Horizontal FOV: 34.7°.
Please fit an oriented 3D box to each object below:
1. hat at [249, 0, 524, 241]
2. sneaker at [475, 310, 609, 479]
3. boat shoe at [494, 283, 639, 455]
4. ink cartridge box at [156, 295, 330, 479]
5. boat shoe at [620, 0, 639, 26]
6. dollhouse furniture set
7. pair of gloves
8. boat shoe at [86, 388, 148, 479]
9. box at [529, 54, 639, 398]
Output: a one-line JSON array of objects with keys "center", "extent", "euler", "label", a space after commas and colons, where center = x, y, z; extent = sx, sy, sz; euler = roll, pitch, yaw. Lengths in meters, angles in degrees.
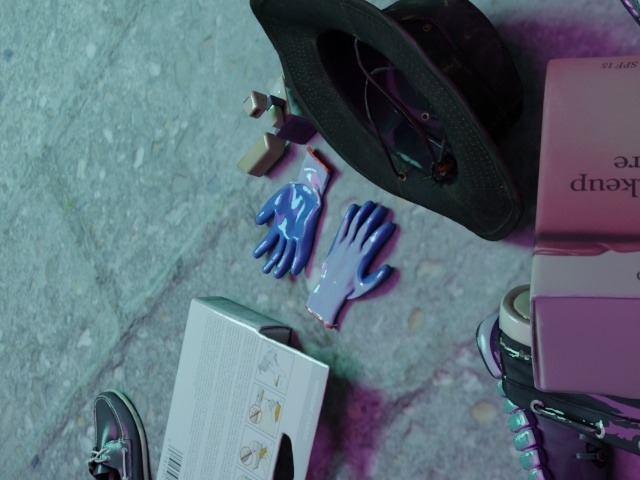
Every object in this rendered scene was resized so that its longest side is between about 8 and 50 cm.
[{"center": [0.091, -0.157, 0.955], "extent": [0.134, 0.331, 0.331], "euler": [-46, 51, -12], "label": "hat"}, {"center": [0.219, 0.148, 0.896], "extent": [0.098, 0.083, 0.223], "euler": [-37, 64, 31], "label": "sneaker"}, {"center": [0.291, 0.141, 0.789], "extent": [0.340, 0.127, 0.113], "euler": [18, 118, 22], "label": "boat shoe"}, {"center": [-0.083, 0.228, 1.188], "extent": [0.239, 0.060, 0.275], "euler": [20, 102, 40], "label": "ink cartridge box"}, {"center": [0.223, -0.277, 0.886], "extent": [0.158, 0.127, 0.340], "euler": [-37, 57, 43], "label": "boat shoe"}, {"center": [-0.076, -0.139, 1.184], "extent": [0.114, 0.091, 0.081], "euler": [-44, 45, 36], "label": "dollhouse furniture set"}, {"center": [0.000, 0.000, 1.141], "extent": [0.198, 0.023, 0.159], "euler": [44, 118, 35], "label": "pair of gloves"}, {"center": [-0.274, 0.297, 1.360], "extent": [0.075, 0.065, 0.206], "euler": [-30, 69, 39], "label": "boat shoe"}, {"center": [0.236, -0.014, 0.751], "extent": [0.149, 0.126, 0.232], "euler": [1, 52, 16], "label": "box"}]
